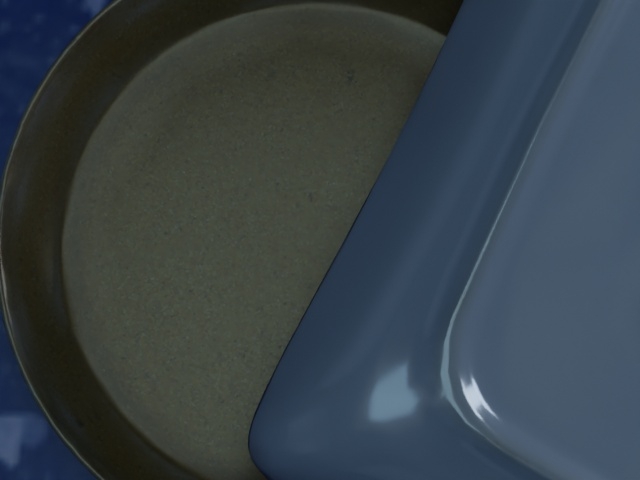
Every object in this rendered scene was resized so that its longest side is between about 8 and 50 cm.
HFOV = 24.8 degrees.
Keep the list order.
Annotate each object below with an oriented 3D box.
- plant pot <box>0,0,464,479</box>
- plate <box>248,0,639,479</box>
[{"bbox_3d":[0.000,0.000,0.543,0.236,0.032,0.236,0,79,-1],"label":"plant pot"},{"bbox_3d":[0.154,0.016,0.513,0.277,0.045,0.278,29,77,-7],"label":"plate"}]
